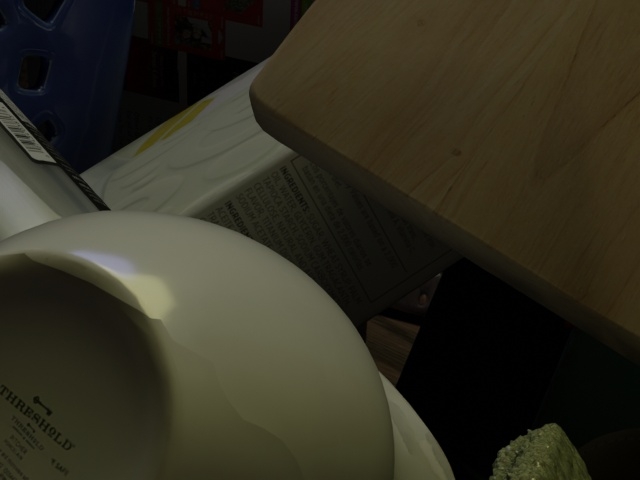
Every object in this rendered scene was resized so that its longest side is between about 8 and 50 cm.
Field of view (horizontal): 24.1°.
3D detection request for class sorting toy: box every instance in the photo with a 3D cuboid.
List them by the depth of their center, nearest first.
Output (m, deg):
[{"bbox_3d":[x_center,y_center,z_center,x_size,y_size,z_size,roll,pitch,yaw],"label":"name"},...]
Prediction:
[{"bbox_3d":[0.149,-0.071,0.605,0.255,0.257,0.089,33,-17,13],"label":"sorting toy"}]

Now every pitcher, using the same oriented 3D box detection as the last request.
[{"bbox_3d":[-0.013,0.077,0.427,0.177,0.125,0.207,33,1,25],"label":"pitcher"}]

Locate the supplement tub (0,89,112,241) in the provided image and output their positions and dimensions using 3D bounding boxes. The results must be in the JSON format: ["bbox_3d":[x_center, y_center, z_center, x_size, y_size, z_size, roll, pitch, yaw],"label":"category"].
[{"bbox_3d":[-0.161,-0.012,0.590,0.190,0.117,0.117,44,18,25],"label":"supplement tub"}]

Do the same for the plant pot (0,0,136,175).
[{"bbox_3d":[-0.279,-0.088,0.920,0.236,0.236,0.212,18,12,38],"label":"plant pot"}]

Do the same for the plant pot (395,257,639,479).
[{"bbox_3d":[0.193,0.071,0.795,0.234,0.166,0.165,21,2,-19],"label":"plant pot"}]

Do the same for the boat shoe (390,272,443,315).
[{"bbox_3d":[0.000,0.000,1.479,0.324,0.123,0.116,21,-2,7],"label":"boat shoe"}]

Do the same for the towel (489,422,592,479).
[{"bbox_3d":[0.079,0.108,0.430,0.027,0.110,0.148,-30,-3,11],"label":"towel"}]

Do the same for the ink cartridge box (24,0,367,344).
[{"bbox_3d":[-0.061,-0.097,1.059,0.272,0.309,0.130,16,35,19],"label":"ink cartridge box"}]

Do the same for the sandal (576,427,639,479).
[{"bbox_3d":[0.160,0.134,0.539,0.079,0.088,0.240,47,-14,-14],"label":"sandal"}]

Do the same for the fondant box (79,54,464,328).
[{"bbox_3d":[0.006,-0.042,0.778,0.330,0.096,0.238,-32,16,-11],"label":"fondant box"}]
